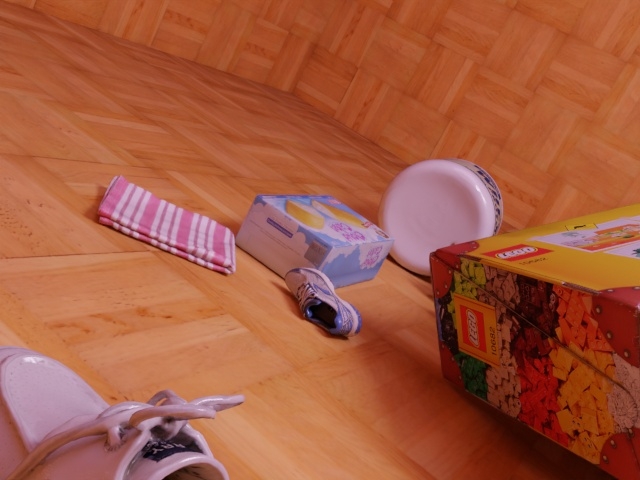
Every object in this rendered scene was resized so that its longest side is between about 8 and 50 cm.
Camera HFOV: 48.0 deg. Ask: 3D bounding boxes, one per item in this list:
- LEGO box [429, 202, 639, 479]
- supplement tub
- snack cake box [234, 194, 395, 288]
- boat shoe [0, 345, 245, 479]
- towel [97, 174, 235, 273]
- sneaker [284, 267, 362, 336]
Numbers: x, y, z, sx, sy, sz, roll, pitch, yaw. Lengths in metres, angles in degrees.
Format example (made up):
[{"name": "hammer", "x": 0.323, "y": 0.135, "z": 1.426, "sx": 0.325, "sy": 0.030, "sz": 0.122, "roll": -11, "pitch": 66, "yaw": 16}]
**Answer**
[{"name": "LEGO box", "x": 0.452, "y": 0.078, "z": 0.910, "sx": 0.500, "sy": 0.193, "sz": 0.372, "roll": -12, "pitch": 12, "yaw": -19}, {"name": "supplement tub", "x": 0.269, "y": -0.059, "z": 1.556, "sx": 0.235, "sy": 0.235, "sz": 0.325, "roll": 32, "pitch": 16, "yaw": 12}, {"name": "snack cake box", "x": 0.000, "y": 0.000, "z": 1.168, "sx": 0.152, "sy": 0.089, "sz": 0.264, "roll": 33, "pitch": 16, "yaw": 20}, {"name": "boat shoe", "x": -0.094, "y": 0.143, "z": 0.395, "sx": 0.135, "sy": 0.156, "sz": 0.367, "roll": 11, "pitch": 23, "yaw": -49}, {"name": "towel", "x": -0.204, "y": -0.022, "z": 0.992, "sx": 0.197, "sy": 0.029, "sz": 0.144, "roll": 24, "pitch": 16, "yaw": -16}, {"name": "sneaker", "x": -0.005, "y": 0.080, "z": 0.971, "sx": 0.135, "sy": 0.052, "sz": 0.058, "roll": 37, "pitch": 21, "yaw": 31}]
